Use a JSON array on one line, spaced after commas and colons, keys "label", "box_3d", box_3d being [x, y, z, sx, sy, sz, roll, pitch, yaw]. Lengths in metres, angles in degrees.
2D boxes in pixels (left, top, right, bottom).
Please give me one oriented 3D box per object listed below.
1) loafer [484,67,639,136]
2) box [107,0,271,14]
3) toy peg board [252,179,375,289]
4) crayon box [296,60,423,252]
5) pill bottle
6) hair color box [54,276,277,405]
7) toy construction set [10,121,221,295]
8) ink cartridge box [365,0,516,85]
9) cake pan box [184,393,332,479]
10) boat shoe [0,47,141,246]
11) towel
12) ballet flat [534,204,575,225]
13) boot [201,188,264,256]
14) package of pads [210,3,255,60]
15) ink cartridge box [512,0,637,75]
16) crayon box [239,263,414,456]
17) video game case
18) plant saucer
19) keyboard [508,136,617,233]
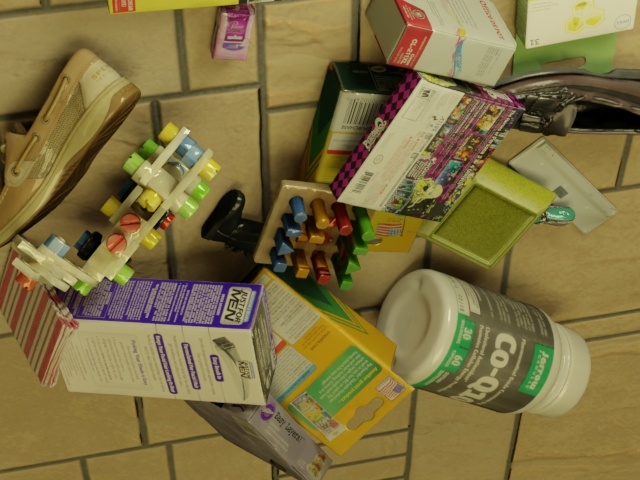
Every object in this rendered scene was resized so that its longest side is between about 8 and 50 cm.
[{"label": "loafer", "box_3d": [0.391, -0.202, 1.909, 0.303, 0.095, 0.109, -5, 155, -14]}, {"label": "box", "box_3d": [-0.164, -0.352, 1.630, 0.232, 0.058, 0.087, -6, 136, -11]}, {"label": "toy peg board", "box_3d": [0.000, 0.000, 1.900, 0.161, 0.079, 0.161, 5, 131, -21]}, {"label": "crayon box", "box_3d": [0.079, -0.119, 1.919, 0.202, 0.081, 0.318, 2, 132, -19]}, {"label": "pill bottle", "box_3d": [0.290, 0.191, 2.203, 0.361, 0.204, 0.204, 19, 126, -32]}, {"label": "hair color box", "box_3d": [-0.250, 0.157, 1.995, 0.339, 0.110, 0.185, 4, 135, 11]}, {"label": "toy construction set", "box_3d": [-0.285, -0.024, 1.800, 0.328, 0.215, 0.151, -37, 97, -4]}, {"label": "ink cartridge box", "box_3d": [0.167, -0.291, 1.742, 0.175, 0.127, 0.072, 9, 130, -24]}, {"label": "cake pan box", "box_3d": [-0.134, 0.306, 2.172, 0.070, 0.246, 0.267, -56, 136, -18]}, {"label": "boat shoe", "box_3d": [-0.386, -0.126, 1.764, 0.110, 0.121, 0.341, 43, 115, -2]}, {"label": "towel", "box_3d": [-0.436, 0.109, 1.916, 0.029, 0.197, 0.144, -9, 141, -39]}, {"label": "ballet flat", "box_3d": [0.371, -0.042, 2.115, 0.114, 0.041, 0.041, 6, 132, -9]}, {"label": "boot", "box_3d": [-0.121, -0.026, 1.976, 0.099, 0.045, 0.121, 18, 133, -28]}, {"label": "package of pads", "box_3d": [-0.121, -0.287, 1.727, 0.050, 0.032, 0.083, -2, 134, -19]}, {"label": "ink cartridge box", "box_3d": [0.372, -0.311, 1.840, 0.171, 0.056, 0.235, -11, 134, -7]}, {"label": "crayon box", "box_3d": [-0.023, 0.189, 2.096, 0.323, 0.083, 0.203, 39, 117, -9]}, {"label": "video game case", "box_3d": [0.155, -0.134, 1.826, 0.210, 0.042, 0.232, 10, 128, -37]}, {"label": "plant saucer", "box_3d": [0.263, -0.037, 2.056, 0.188, 0.045, 0.188, 25, 123, -21]}, {"label": "keyboard", "box_3d": [0.411, -0.088, 2.104, 0.072, 0.014, 0.256, -33, 134, 23]}]
